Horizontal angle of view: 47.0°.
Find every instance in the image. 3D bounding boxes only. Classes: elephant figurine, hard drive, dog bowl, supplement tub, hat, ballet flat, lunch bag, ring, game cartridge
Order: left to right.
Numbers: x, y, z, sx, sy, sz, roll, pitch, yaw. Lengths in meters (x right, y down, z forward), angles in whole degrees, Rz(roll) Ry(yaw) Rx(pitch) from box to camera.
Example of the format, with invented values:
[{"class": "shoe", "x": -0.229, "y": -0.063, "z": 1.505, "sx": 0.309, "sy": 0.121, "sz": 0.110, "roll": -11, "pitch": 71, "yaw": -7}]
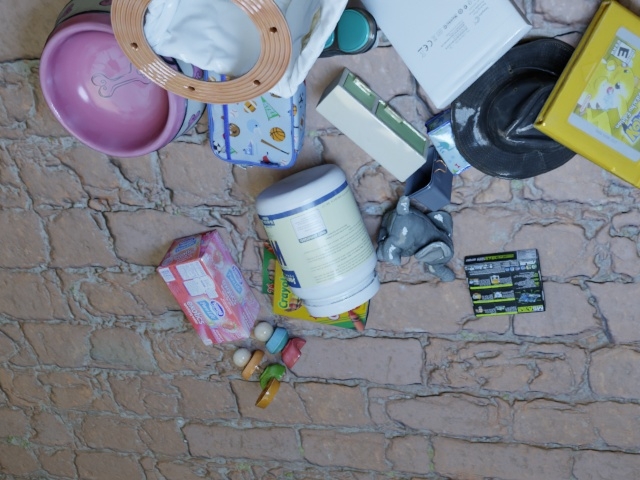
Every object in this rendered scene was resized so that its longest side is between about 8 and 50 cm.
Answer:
[{"class": "dog bowl", "x": -0.479, "y": -0.378, "z": 1.751, "sx": 0.408, "sy": 0.150, "sz": 0.408, "roll": 7, "pitch": 128, "yaw": 9}, {"class": "ring", "x": -0.216, "y": -0.381, "z": 1.358, "sx": 0.336, "sy": 0.032, "sz": 0.336, "roll": 5, "pitch": 145, "yaw": 4}, {"class": "lunch bag", "x": -0.159, "y": -0.311, "z": 1.743, "sx": 0.243, "sy": 0.115, "sz": 0.303, "roll": 10, "pitch": 127, "yaw": 10}, {"class": "supplement tub", "x": 0.000, "y": 0.000, "z": 1.816, "sx": 0.235, "sy": 0.235, "sz": 0.325, "roll": -15, "pitch": 107, "yaw": 24}, {"class": "ballet flat", "x": 0.059, "y": -0.432, "z": 1.539, "sx": 0.096, "sy": 0.280, "sz": 0.095, "roll": -7, "pitch": 103, "yaw": -30}, {"class": "elephant figurine", "x": 0.272, "y": 0.002, "z": 1.857, "sx": 0.239, "sy": 0.186, "sz": 0.169, "roll": 15, "pitch": 86, "yaw": -9}, {"class": "hard drive", "x": 0.220, "y": -0.471, "z": 1.443, "sx": 0.233, "sy": 0.047, "sz": 0.353, "roll": -42, "pitch": 73, "yaw": 35}, {"class": "lunch bag", "x": 0.334, "y": -0.243, "z": 1.680, "sx": 0.151, "sy": 0.096, "sz": 0.129, "roll": -30, "pitch": 113, "yaw": 15}, {"class": "hat", "x": 0.449, "y": -0.257, "z": 1.556, "sx": 0.331, "sy": 0.134, "sz": 0.331, "roll": -1, "pitch": 114, "yaw": -3}, {"class": "game cartridge", "x": 0.633, "y": -0.280, "z": 1.490, "sx": 0.323, "sy": 0.053, "sz": 0.285, "roll": 26, "pitch": 97, "yaw": -13}]

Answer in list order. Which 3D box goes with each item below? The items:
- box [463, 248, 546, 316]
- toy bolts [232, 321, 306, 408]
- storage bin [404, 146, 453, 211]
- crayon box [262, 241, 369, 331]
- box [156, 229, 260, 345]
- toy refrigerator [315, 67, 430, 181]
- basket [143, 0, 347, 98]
[{"class": "box", "x": 0.485, "y": 0.115, "z": 1.933, "sx": 0.190, "sy": 0.045, "sz": 0.184, "roll": -8, "pitch": 126, "yaw": 19}, {"class": "toy bolts", "x": -0.173, "y": 0.360, "z": 2.205, "sx": 0.158, "sy": 0.218, "sz": 0.228, "roll": 35, "pitch": 109, "yaw": -4}, {"class": "storage bin", "x": 0.269, "y": -0.142, "z": 1.746, "sx": 0.091, "sy": 0.135, "sz": 0.098, "roll": 36, "pitch": 136, "yaw": -27}, {"class": "crayon box", "x": -0.017, "y": 0.129, "z": 2.052, "sx": 0.318, "sy": 0.081, "sz": 0.202, "roll": 10, "pitch": 128, "yaw": 8}, {"class": "box", "x": -0.310, "y": 0.137, "z": 2.094, "sx": 0.154, "sy": 0.142, "sz": 0.300, "roll": -13, "pitch": 122, "yaw": 23}, {"class": "toy refrigerator", "x": 0.127, "y": -0.269, "z": 1.704, "sx": 0.269, "sy": 0.102, "sz": 0.094, "roll": 38, "pitch": 126, "yaw": -14}, {"class": "basket", "x": -0.134, "y": -0.509, "z": 1.410, "sx": 0.331, "sy": 0.266, "sz": 0.328, "roll": 17, "pitch": 146, "yaw": -16}]
